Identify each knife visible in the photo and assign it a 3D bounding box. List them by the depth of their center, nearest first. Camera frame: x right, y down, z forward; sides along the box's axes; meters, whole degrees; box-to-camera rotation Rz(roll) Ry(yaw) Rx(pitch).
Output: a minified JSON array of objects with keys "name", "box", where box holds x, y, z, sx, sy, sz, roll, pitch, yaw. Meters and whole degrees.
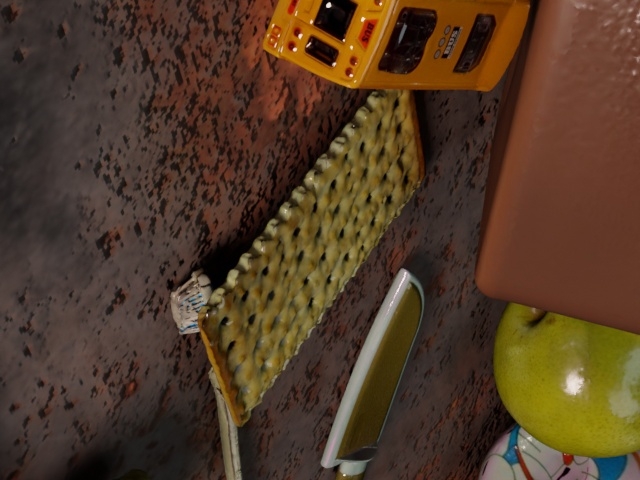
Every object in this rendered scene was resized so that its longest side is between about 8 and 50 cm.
[{"name":"knife","box":[0.028,0.162,1.306,0.061,0.027,0.343,-17,134,-45]}]

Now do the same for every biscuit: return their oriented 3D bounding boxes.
[{"name":"biscuit","box":[0.000,0.000,1.065,0.231,0.016,0.139,-53,153,-24]}]

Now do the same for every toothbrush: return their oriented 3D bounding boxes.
[{"name":"toothbrush","box":[-0.065,0.112,1.106,0.028,0.026,0.294,-27,145,-13]}]

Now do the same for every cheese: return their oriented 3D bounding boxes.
[{"name":"cheese","box":[0.195,0.272,1.518,0.329,0.217,0.129,-42,137,9]}]

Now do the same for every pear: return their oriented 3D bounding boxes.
[{"name":"pear","box":[0.251,0.105,1.415,0.216,0.166,0.180,31,69,-25]}]

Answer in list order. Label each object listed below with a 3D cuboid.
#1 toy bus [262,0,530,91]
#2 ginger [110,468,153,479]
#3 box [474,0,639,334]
[{"name":"toy bus","box":[0.056,-0.131,0.967,0.194,0.088,0.083,-8,125,-55]},{"name":"ginger","box":[-0.176,0.224,0.944,0.137,0.089,0.290,-32,-177,41]},{"name":"box","box":[0.240,-0.112,1.042,0.239,0.229,0.339,-75,176,-45]}]
